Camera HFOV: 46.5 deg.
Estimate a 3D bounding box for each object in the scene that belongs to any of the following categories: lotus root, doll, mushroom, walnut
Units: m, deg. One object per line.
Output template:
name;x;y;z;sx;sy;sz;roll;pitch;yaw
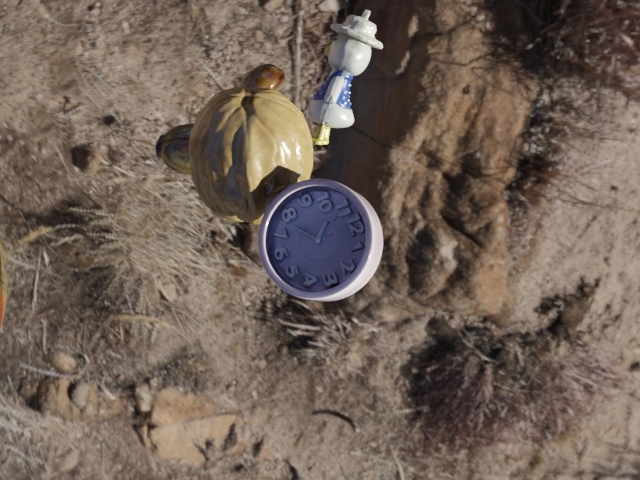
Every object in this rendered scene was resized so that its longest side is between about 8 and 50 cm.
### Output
lotus root;-0.272;-0.221;1.801;0.241;0.124;0.123;-1;138;5
doll;0.043;-0.340;1.559;0.119;0.138;0.293;23;104;5
mushroom;-0.139;-0.378;1.806;0.127;0.127;0.087;-37;114;-14
walnut;-0.122;-0.144;1.323;0.225;0.225;0.261;-21;132;-21

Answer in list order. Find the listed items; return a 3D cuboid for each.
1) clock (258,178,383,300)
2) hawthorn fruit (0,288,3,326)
clock;0.000;0.000;1.219;0.197;0.197;0.068;-67;161;1
hawthorn fruit;-0.442;0.066;0.785;0.215;0.250;0.215;6;109;17
